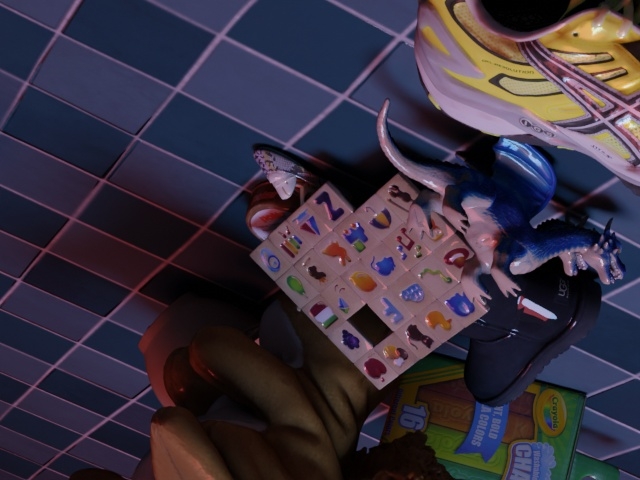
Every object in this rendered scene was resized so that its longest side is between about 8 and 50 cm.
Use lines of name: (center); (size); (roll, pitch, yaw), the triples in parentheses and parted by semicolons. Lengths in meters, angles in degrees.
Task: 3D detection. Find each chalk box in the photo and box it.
chalk box: (0.217, 0.274, 1.965); (0.289, 0.180, 0.179); (13, 153, 7)

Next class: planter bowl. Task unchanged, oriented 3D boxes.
planter bowl: (-0.151, 0.131, 1.966); (0.109, 0.162, 0.162); (43, 155, 9)

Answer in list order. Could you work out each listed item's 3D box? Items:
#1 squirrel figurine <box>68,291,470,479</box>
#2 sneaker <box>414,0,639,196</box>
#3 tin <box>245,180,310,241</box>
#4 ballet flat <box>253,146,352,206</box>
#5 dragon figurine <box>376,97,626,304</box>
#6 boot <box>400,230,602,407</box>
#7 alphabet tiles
squirrel figurine: (-0.005, 0.242, 1.777); (0.397, 0.370, 0.281); (44, 141, 4)
sneaker: (0.239, -0.123, 1.193); (0.384, 0.145, 0.147); (15, 153, 20)
tin: (0.000, 0.000, 1.733); (0.106, 0.040, 0.189); (-13, 140, 40)
ballet flat: (-0.020, -0.054, 1.635); (0.114, 0.041, 0.041); (28, 152, -18)
dragon figurine: (0.158, -0.042, 1.494); (0.289, 0.144, 0.085); (47, 148, -13)
boot: (0.149, 0.075, 1.712); (0.207, 0.094, 0.246); (21, 147, -14)
alphabet tiles: (0.054, 0.031, 1.615); (0.198, 0.009, 0.237); (46, 137, -2)
